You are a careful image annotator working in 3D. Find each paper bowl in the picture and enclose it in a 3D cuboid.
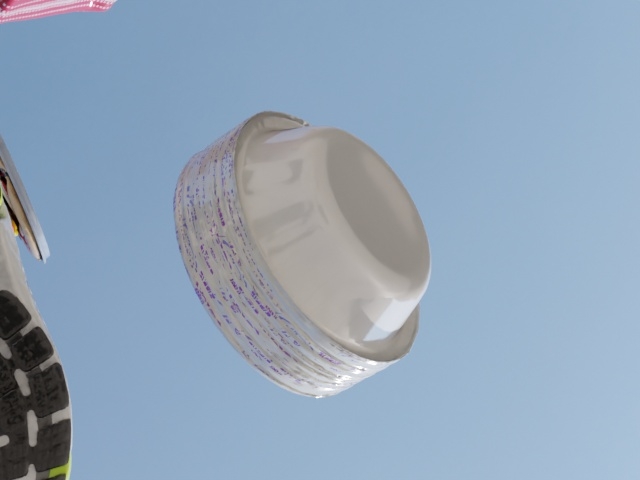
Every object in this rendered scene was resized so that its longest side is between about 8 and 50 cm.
[{"bbox_3d":[0.000,0.000,1.340,0.284,0.148,0.284,37,-145,-33],"label":"paper bowl"}]

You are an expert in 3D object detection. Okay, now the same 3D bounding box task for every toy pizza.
[{"bbox_3d":[-0.314,-0.066,1.302,0.032,0.201,0.201,-24,-101,-13],"label":"toy pizza"}]

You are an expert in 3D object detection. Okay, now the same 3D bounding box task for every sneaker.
[{"bbox_3d":[-0.219,0.073,0.870,0.111,0.121,0.300,-13,-117,-7],"label":"sneaker"}]

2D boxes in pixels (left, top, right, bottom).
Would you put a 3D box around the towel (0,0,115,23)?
[{"bbox_3d":[-0.224,-0.318,1.486,0.199,0.275,0.031,-24,-95,-55],"label":"towel"}]
